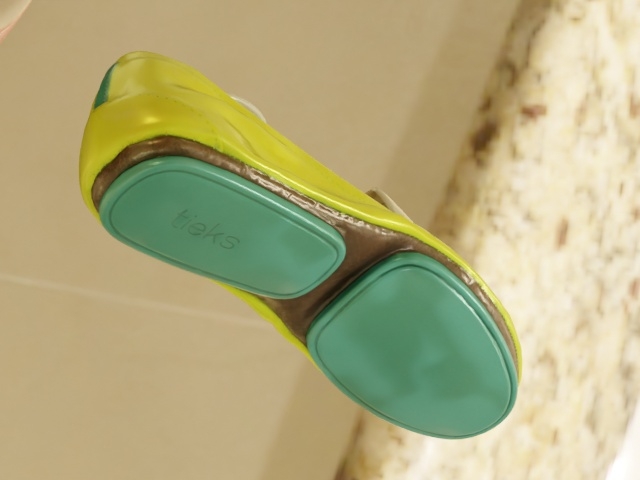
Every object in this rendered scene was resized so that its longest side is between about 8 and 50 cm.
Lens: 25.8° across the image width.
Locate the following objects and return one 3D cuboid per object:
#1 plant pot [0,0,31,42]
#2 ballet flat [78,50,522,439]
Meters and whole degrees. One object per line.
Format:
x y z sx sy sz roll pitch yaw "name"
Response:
-0.280 -0.122 0.661 0.275 0.243 0.275 31 45 -38 "plant pot"
0.000 0.000 0.538 0.231 0.077 0.077 35 27 -39 "ballet flat"
